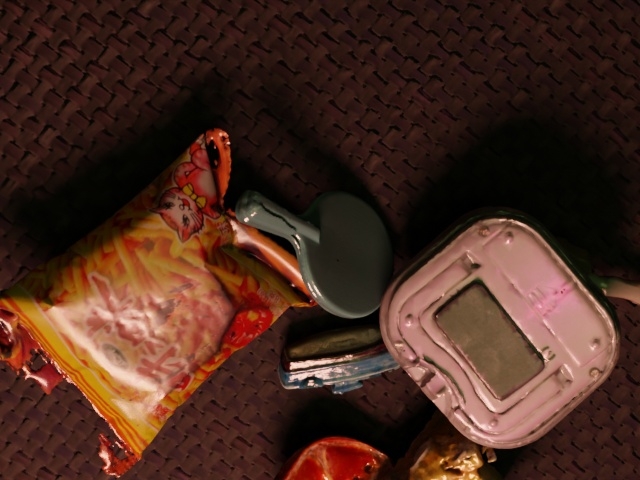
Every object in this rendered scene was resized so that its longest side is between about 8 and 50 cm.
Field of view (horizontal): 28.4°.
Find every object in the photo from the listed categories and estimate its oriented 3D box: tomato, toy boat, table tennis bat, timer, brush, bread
[{"bbox_3d":[0.003,0.272,1.281,0.155,0.069,0.156,3,84,-32],"label":"tomato"},{"bbox_3d":[0.025,0.122,1.268,0.137,0.060,0.061,-15,130,-6],"label":"toy boat"},{"bbox_3d":[0.000,0.000,1.197,0.201,0.033,0.124,26,63,-38],"label":"table tennis bat"},{"bbox_3d":[0.171,0.083,1.200,0.190,0.069,0.208,-42,92,5],"label":"timer"},{"bbox_3d":[0.283,0.045,1.280,0.300,0.071,0.084,15,97,-12],"label":"brush"},{"bbox_3d":[0.125,0.266,1.281,0.152,0.127,0.147,-39,109,2],"label":"bread"}]

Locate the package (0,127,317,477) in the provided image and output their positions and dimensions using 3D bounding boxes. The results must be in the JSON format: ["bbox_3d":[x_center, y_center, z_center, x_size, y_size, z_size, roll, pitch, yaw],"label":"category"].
[{"bbox_3d":[-0.150,0.060,1.194,0.288,0.108,0.223,-37,112,-5],"label":"package"}]
